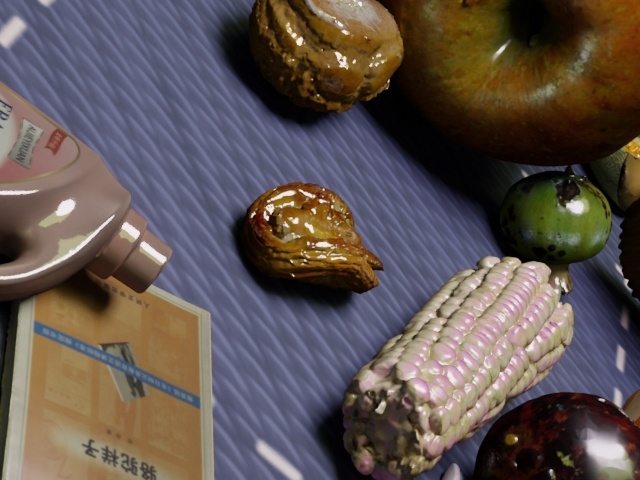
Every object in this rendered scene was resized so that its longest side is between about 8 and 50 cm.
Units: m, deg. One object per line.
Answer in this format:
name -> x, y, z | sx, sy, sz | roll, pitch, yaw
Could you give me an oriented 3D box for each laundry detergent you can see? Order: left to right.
laundry detergent -> -0.217, -0.022, 0.934 | 0.237, 0.076, 0.171 | 38, 37, -14

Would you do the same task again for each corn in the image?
corn -> 0.116, 0.108, 1.218 | 0.127, 0.126, 0.335 | 54, 34, 5

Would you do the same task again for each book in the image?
book -> -0.141, 0.110, 0.964 | 0.170, 0.018, 0.242 | 29, 37, -32

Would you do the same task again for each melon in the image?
melon -> 0.391, -0.096, 1.838 | 0.160, 0.079, 0.128 | 6, 34, -49

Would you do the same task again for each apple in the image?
apple -> 0.250, -0.267, 1.488 | 0.374, 0.384, 0.374 | 33, 52, -56

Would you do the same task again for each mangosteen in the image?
mangosteen -> 0.215, 0.215, 1.188 | 0.184, 0.172, 0.172 | 48, 23, -50

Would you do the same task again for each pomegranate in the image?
pomegranate -> 0.254, -0.004, 1.533 | 0.122, 0.122, 0.162 | -13, 105, -57

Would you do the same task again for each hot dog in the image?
hot dog -> -0.001, 0.003, 1.219 | 0.147, 0.065, 0.099 | 14, 37, -43

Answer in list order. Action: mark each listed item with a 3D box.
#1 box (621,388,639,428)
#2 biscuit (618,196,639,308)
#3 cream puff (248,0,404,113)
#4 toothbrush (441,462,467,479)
box -> 0.433, 0.256, 1.374 | 0.283, 0.214, 0.259 | 52, 32, 2
biscuit -> 0.448, 0.076, 1.546 | 0.040, 0.318, 0.318 | -36, 86, -21
cream puff -> 0.000, -0.188, 1.374 | 0.165, 0.115, 0.150 | 21, 34, -26
toothbrush -> 0.089, 0.266, 1.097 | 0.027, 0.021, 0.269 | 38, 33, -11
